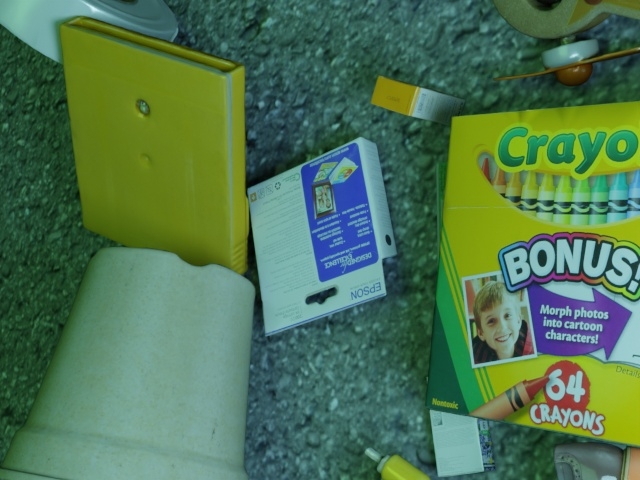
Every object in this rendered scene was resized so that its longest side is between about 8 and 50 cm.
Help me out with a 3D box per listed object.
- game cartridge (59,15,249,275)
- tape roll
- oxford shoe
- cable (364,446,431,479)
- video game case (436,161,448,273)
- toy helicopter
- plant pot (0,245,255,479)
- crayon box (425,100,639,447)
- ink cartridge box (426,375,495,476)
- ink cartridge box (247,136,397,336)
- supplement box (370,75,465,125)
[{"bbox_3d":[-0.220,-0.117,1.436,0.285,0.052,0.324,21,129,26],"label":"game cartridge"},{"bbox_3d":[-0.354,-0.349,1.556,0.100,0.286,0.286,-54,54,19],"label":"tape roll"},{"bbox_3d":[0.249,0.304,1.020,0.098,0.097,0.271,10,114,14],"label":"oxford shoe"},{"bbox_3d":[0.158,0.326,1.153,0.287,0.072,0.139,13,104,39],"label":"cable"},{"bbox_3d":[0.215,0.005,1.189,0.193,0.023,0.212,-7,79,39],"label":"video game case"},{"bbox_3d":[0.290,-0.248,1.085,0.355,0.140,0.235,37,130,49],"label":"toy helicopter"},{"bbox_3d":[-0.217,0.182,1.364,0.334,0.334,0.305,-2,70,40],"label":"plant pot"},{"bbox_3d":[0.278,0.030,1.025,0.363,0.106,0.313,2,86,47],"label":"crayon box"},{"bbox_3d":[0.158,0.206,1.202,0.063,0.029,0.115,-18,71,38],"label":"ink cartridge box"},{"bbox_3d":[0.000,0.000,1.356,0.206,0.045,0.208,-21,68,37],"label":"ink cartridge box"},{"bbox_3d":[0.115,-0.164,1.250,0.062,0.098,0.036,24,102,39],"label":"supplement box"}]
